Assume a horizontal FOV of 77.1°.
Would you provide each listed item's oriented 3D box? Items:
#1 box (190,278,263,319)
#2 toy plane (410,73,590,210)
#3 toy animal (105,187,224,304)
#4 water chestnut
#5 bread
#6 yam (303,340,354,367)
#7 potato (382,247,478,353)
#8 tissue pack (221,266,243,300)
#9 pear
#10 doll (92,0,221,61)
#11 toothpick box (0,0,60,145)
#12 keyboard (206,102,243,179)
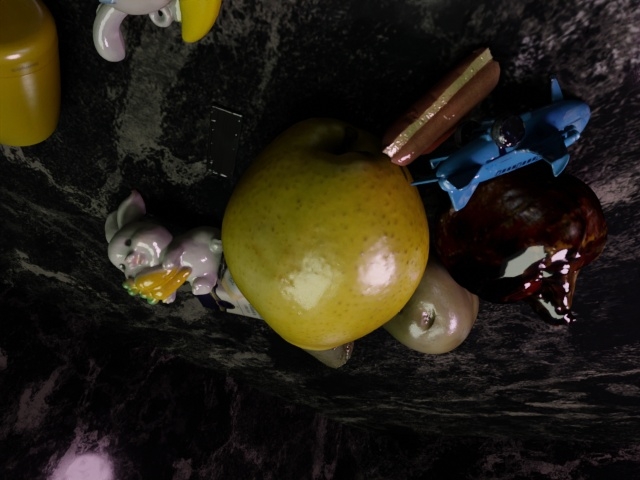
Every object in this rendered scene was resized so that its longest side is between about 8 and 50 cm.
[{"bbox_3d":[-0.298,0.194,1.385,0.260,0.071,0.168,8,146,9],"label":"box"},{"bbox_3d":[0.267,-0.138,0.564,0.105,0.271,0.254,59,172,-18],"label":"toy plane"},{"bbox_3d":[-0.405,0.020,1.042,0.310,0.247,0.182,10,132,-20],"label":"toy animal"},{"bbox_3d":[0.328,0.002,0.687,0.289,0.244,0.289,12,154,6],"label":"water chestnut"},{"bbox_3d":[0.168,-0.185,0.600,0.067,0.192,0.119,50,-173,9],"label":"bread"},{"bbox_3d":[-0.018,0.301,1.349,0.168,0.167,0.304,-11,139,34],"label":"yam"},{"bbox_3d":[0.231,0.128,0.906,0.243,0.220,0.326,32,-170,20],"label":"potato"},{"bbox_3d":[-0.148,0.064,1.048,0.090,0.186,0.222,61,146,11],"label":"tissue pack"},{"bbox_3d":[0.005,-0.003,0.720,0.363,0.362,0.418,11,130,6],"label":"pear"},{"bbox_3d":[-0.235,-0.358,0.508,0.252,0.110,0.237,-5,144,14],"label":"doll"},{"bbox_3d":[-0.544,-0.286,0.688,0.175,0.174,0.271,26,148,-16],"label":"toothpick box"},{"bbox_3d":[-0.201,-0.196,0.824,0.064,0.010,0.198,19,147,-8],"label":"keyboard"}]
